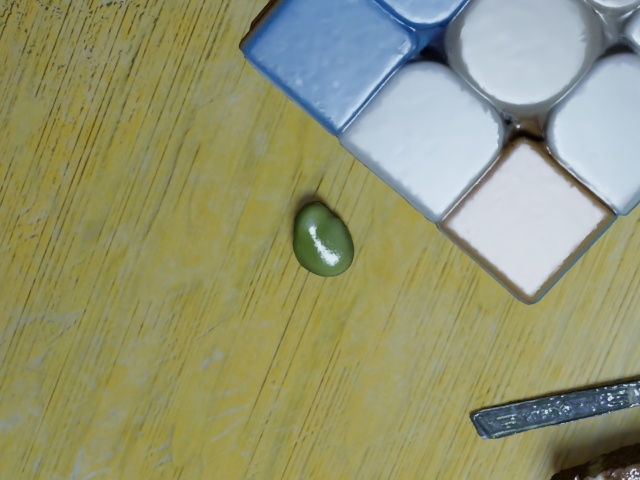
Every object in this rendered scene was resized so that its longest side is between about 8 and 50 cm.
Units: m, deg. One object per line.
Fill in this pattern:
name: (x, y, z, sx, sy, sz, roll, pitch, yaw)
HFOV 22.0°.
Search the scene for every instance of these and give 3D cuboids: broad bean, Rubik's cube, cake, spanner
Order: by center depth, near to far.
Rubik's cube: (0.169, -0.206, 1.493, 0.347, 0.346, 0.344, 39, 103, -9)
cake: (0.309, 0.276, 1.635, 0.147, 0.135, 0.135, -14, 89, 10)
spanner: (0.309, 0.155, 1.680, 0.325, 0.026, 0.093, -14, 89, 16)
broad bean: (0.000, 0.000, 1.745, 0.063, 0.045, 0.083, -25, 94, 3)
